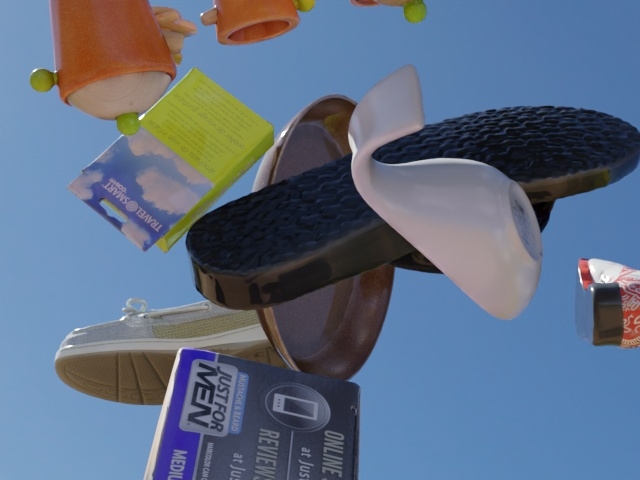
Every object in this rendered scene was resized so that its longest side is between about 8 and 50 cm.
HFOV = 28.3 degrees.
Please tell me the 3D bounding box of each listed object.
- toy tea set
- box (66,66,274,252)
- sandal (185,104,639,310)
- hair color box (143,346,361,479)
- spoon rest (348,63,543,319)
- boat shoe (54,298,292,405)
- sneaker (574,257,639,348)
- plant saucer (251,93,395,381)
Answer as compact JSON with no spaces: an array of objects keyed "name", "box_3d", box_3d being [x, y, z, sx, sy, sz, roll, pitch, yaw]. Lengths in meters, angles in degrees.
[{"name":"toy tea set","box_3d":[-0.064,-0.168,1.027,0.336,0.124,0.200,-16,-6,18]},{"name":"box","box_3d":[-0.141,-0.072,1.211,0.109,0.178,0.042,38,-21,16]},{"name":"sandal","box_3d":[0.091,-0.024,1.189,0.446,0.167,0.107,-18,-55,-13]},{"name":"hair color box","box_3d":[-0.069,0.247,0.685,0.110,0.185,0.338,14,-56,-6]},{"name":"spoon rest","box_3d":[0.098,-0.032,0.982,0.084,0.137,0.276,-18,-35,23]},{"name":"boat shoe","box_3d":[-0.149,0.115,1.488,0.321,0.103,0.118,-9,-39,-4]},{"name":"sneaker","box_3d":[0.363,0.072,1.414,0.145,0.090,0.270,0,4,6]},{"name":"plant saucer","box_3d":[0.000,0.000,1.349,0.050,0.310,0.310,3,-36,28]}]
